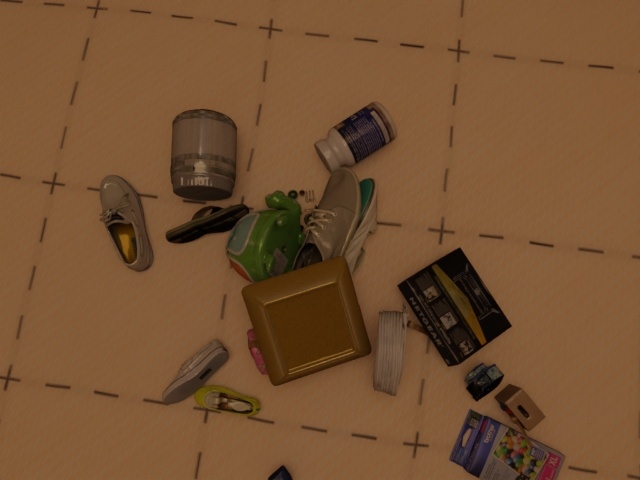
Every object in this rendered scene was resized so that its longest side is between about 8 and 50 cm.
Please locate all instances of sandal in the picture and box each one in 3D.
[{"bbox_3d":[-0.397,-0.074,1.692,0.302,0.120,0.086,-17,66,0],"label":"sandal"}]

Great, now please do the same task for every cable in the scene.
[{"bbox_3d":[0.213,0.347,1.519,0.089,0.257,0.257,6,57,7],"label":"cable"}]

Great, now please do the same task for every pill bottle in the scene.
[{"bbox_3d":[0.119,-0.351,1.694,0.264,0.153,0.153,-33,81,-4],"label":"pill bottle"}]

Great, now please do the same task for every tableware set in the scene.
[{"bbox_3d":[-0.065,-0.108,1.726,0.103,0.024,0.154,-6,81,2],"label":"tableware set"}]

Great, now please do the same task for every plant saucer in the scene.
[{"bbox_3d":[-0.032,0.253,1.456,0.332,0.081,0.333,-17,101,-6],"label":"plant saucer"}]

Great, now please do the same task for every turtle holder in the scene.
[{"bbox_3d":[-0.183,-0.012,1.607,0.227,0.243,0.321,7,93,30],"label":"turtle holder"}]

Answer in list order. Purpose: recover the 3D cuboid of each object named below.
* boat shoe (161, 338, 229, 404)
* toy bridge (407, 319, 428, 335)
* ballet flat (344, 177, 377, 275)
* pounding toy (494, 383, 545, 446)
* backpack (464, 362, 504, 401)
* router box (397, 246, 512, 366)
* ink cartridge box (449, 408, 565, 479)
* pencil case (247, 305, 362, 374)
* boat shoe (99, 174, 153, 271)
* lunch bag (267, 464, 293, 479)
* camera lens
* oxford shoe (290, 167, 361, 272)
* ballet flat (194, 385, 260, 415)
[{"bbox_3d":[-0.422,0.436,1.624,0.258,0.095,0.084,-38,49,-11],"label":"boat shoe"},{"bbox_3d":[0.366,0.308,1.615,0.188,0.063,0.026,25,83,-4],"label":"toy bridge"},{"bbox_3d":[0.116,-0.013,1.661,0.139,0.139,0.401,24,86,6],"label":"ballet flat"},{"bbox_3d":[0.627,0.546,1.533,0.100,0.130,0.141,-38,81,-4],"label":"pounding toy"},{"bbox_3d":[0.526,0.445,1.569,0.114,0.105,0.084,-29,60,-12],"label":"backpack"},{"bbox_3d":[0.435,0.212,1.587,0.242,0.081,0.309,-27,79,-22],"label":"router box"},{"bbox_3d":[0.590,0.692,1.547,0.310,0.065,0.186,25,82,8],"label":"ink cartridge box"},{"bbox_3d":[-0.044,0.290,1.585,0.385,0.167,0.160,-24,102,-2],"label":"pencil case"},{"bbox_3d":[-0.694,-0.071,1.677,0.135,0.156,0.368,-19,81,-1],"label":"boat shoe"},{"bbox_3d":[-0.123,0.766,1.542,0.067,0.098,0.065,-38,84,-9],"label":"lunch bag"},{"bbox_3d":[-0.398,-0.293,1.672,0.219,0.219,0.275,-1,80,2],"label":"camera lens"},{"bbox_3d":[0.018,-0.040,1.574,0.169,0.130,0.450,3,71,45],"label":"oxford shoe"},{"bbox_3d":[-0.310,0.528,1.601,0.230,0.077,0.077,11,82,4],"label":"ballet flat"}]
